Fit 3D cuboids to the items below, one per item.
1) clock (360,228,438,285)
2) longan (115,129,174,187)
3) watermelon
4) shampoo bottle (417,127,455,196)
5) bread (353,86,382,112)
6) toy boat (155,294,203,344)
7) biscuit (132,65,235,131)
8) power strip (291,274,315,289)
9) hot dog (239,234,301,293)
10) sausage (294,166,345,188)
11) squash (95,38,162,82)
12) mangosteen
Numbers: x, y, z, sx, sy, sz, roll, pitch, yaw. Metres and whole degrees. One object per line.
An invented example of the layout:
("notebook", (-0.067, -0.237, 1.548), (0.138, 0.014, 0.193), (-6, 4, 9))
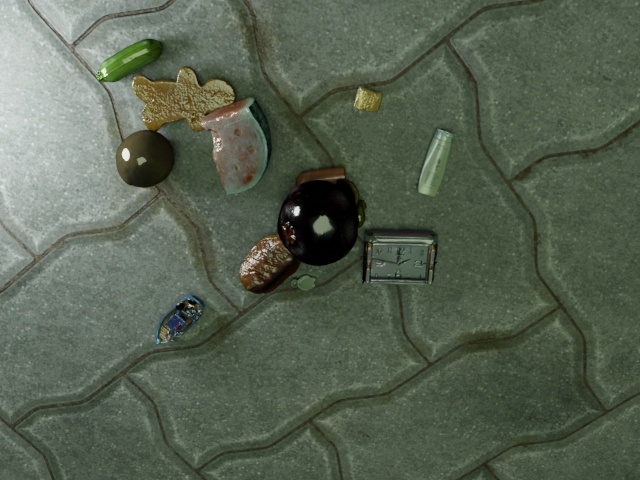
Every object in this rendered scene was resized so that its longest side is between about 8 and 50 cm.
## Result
("clock", (0.256, 0.057, 2.001), (0.253, 0.083, 0.187), (2, 110, -2))
("longan", (-0.535, -0.245, 1.846), (0.167, 0.167, 0.187), (38, 127, -13))
("watermelon", (-0.253, -0.299, 1.837), (0.226, 0.148, 0.319), (19, 128, -4))
("shampoo bottle", (0.363, -0.246, 1.908), (0.072, 0.049, 0.213), (14, 109, -1))
("bread", (0.145, -0.428, 1.848), (0.083, 0.035, 0.070), (9, 110, -11))
("toy boat", (-0.487, 0.279, 2.067), (0.100, 0.097, 0.223), (42, 104, -11))
("biscuit", (-0.405, -0.426, 1.834), (0.301, 0.049, 0.197), (-7, 117, 3))
("power strip", (-0.060, 0.142, 2.061), (0.083, 0.035, 0.055), (-2, 111, -14))
("hot dog", (-0.165, 0.081, 1.996), (0.226, 0.099, 0.160), (-39, 106, 14))
("sausage", (-0.004, -0.192, 1.920), (0.169, 0.065, 0.065), (-7, 110, 3))
("squash", (-0.565, -0.528, 1.781), (0.219, 0.077, 0.068), (-26, 100, 11))
("mangosteen", (0.023, -0.063, 1.866), (0.302, 0.275, 0.275), (-23, 114, -33))
